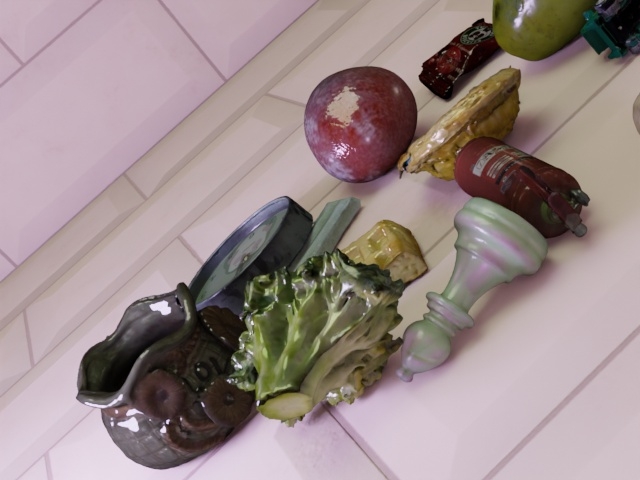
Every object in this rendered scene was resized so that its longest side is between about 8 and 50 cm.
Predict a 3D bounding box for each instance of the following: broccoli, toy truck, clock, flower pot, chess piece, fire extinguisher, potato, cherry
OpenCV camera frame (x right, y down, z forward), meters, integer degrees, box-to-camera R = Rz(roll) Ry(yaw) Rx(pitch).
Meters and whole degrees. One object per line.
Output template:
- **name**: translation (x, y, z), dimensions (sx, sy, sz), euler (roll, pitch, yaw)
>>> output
- **broccoli**: translation (-0.008, 0.161, 1.315), dimensions (0.246, 0.247, 0.288), euler (-77, -2, -45)
- **toy truck**: translation (0.543, -0.415, 1.653), dimensions (0.216, 0.110, 0.116), euler (-49, 14, -18)
- **clock**: translation (-0.149, 0.041, 1.876), dimensions (0.319, 0.066, 0.319), euler (-40, 18, 16)
- **flower pot**: translation (-0.244, 0.227, 1.554), dimensions (0.301, 0.213, 0.302), euler (-34, 24, 17)
- **chess piece**: translation (0.189, 0.081, 1.299), dimensions (0.272, 0.139, 0.139), euler (-53, 25, -5)
- **fire extinguisher**: translation (0.294, -0.084, 1.381), dimensions (0.106, 0.147, 0.337), euler (-53, 22, 4)
- **potato**: translation (0.442, -0.486, 1.758), dimensions (0.216, 0.215, 0.304), euler (-106, 36, -65)
- **cherry**: translation (0.079, -0.248, 1.918), dimensions (0.236, 0.213, 0.285), euler (-31, 33, 41)

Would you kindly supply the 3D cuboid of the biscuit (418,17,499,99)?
- **biscuit**: translation (0.322, -0.408, 2.025), dimensions (0.235, 0.063, 0.151), euler (-37, 34, -4)

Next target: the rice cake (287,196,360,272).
- **rice cake**: translation (0.000, 0.000, 1.806), dimensions (0.085, 0.040, 0.226), euler (-14, 35, 47)

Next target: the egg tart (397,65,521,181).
- **egg tart**: translation (0.257, -0.182, 1.630), dimensions (0.291, 0.107, 0.291), euler (-40, -4, -4)

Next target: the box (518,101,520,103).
- **box**: translation (0.346, -0.268, 1.787), dimensions (0.051, 0.023, 0.082), euler (-37, 23, 11)

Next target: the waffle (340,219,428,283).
- **waffle**: translation (0.046, 0.074, 1.583), dimensions (0.274, 0.057, 0.168), euler (-36, 23, 9)

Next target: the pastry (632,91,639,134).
- **pastry**: translation (0.516, -0.186, 1.304), dimensions (0.156, 0.092, 0.156), euler (-25, 30, 16)
